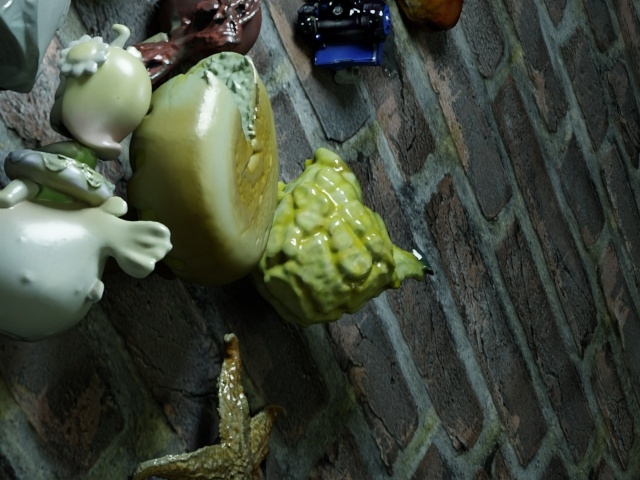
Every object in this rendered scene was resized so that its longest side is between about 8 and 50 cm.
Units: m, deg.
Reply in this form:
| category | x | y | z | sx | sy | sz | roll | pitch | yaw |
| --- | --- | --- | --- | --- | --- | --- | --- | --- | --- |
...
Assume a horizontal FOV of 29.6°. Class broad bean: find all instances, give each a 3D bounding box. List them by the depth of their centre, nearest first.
| category | x | y | z | sx | sy | sz | roll | pitch | yaw |
| --- | --- | --- | --- | --- | --- | --- | --- | --- | --- |
| broad bean | 0.210 | -0.517 | 2.350 | 0.156 | 0.122 | 0.229 | -25 | 108 | -50 |

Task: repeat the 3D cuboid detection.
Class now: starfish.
| category | x | y | z | sx | sy | sz | roll | pitch | yaw |
| --- | --- | --- | --- | --- | --- | --- | --- | --- | --- |
| starfish | -0.138 | 0.325 | 1.773 | 0.327 | 0.094 | 0.375 | 16 | 77 | -54 |

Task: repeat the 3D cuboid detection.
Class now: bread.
| category | x | y | z | sx | sy | sz | roll | pitch | yaw |
| --- | --- | --- | --- | --- | --- | --- | --- | --- | --- |
| bread | -0.158 | -0.090 | 1.620 | 0.333 | 0.160 | 0.333 | -2 | 90 | -75 |

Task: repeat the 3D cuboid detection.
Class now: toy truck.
| category | x | y | z | sx | sy | sz | roll | pitch | yaw |
| --- | --- | --- | --- | --- | --- | --- | --- | --- | --- |
| toy truck | 0.059 | -0.395 | 2.121 | 0.177 | 0.161 | 0.213 | 49 | 45 | -65 |

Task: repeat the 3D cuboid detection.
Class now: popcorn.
| category | x | y | z | sx | sy | sz | roll | pitch | yaw |
| --- | --- | --- | --- | --- | --- | --- | --- | --- | --- |
| popcorn | -0.008 | 0.005 | 1.877 | 0.293 | 0.237 | 0.293 | 52 | 11 | -14 |

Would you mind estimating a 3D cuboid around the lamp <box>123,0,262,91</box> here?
| category | x | y | z | sx | sy | sz | roll | pitch | yaw |
| --- | --- | --- | --- | --- | --- | --- | --- | --- | --- |
| lamp | -0.182 | -0.318 | 1.764 | 0.151 | 0.215 | 0.223 | 61 | 18 | 0 |

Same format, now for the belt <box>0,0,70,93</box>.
| category | x | y | z | sx | sy | sz | roll | pitch | yaw |
| --- | --- | --- | --- | --- | --- | --- | --- | --- | --- |
| belt | -0.429 | -0.305 | 1.360 | 0.339 | 0.217 | 0.122 | 49 | 47 | -49 |

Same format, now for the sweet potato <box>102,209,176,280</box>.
| category | x | y | z | sx | sy | sz | roll | pitch | yaw |
| --- | --- | --- | --- | --- | --- | --- | --- | --- | --- |
| sweet potato | -0.276 | 0.020 | 1.633 | 0.285 | 0.085 | 0.112 | -19 | 113 | -54 |

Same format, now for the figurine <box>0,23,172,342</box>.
| category | x | y | z | sx | sy | sz | roll | pitch | yaw |
| --- | --- | --- | --- | --- | --- | --- | --- | --- | --- |
| figurine | -0.286 | -0.063 | 1.436 | 0.226 | 0.274 | 0.394 | 61 | 49 | -71 |
